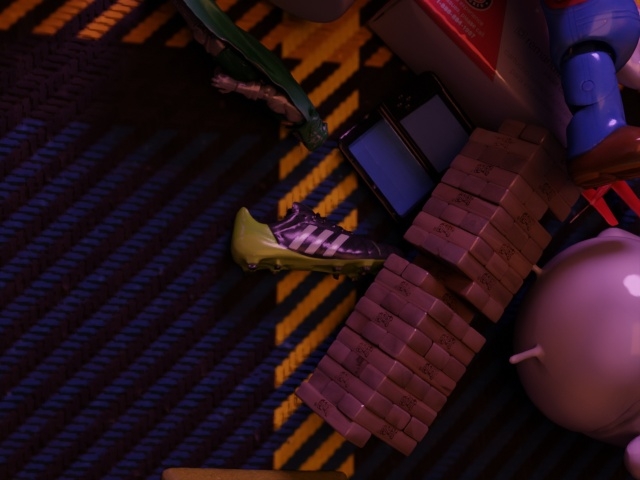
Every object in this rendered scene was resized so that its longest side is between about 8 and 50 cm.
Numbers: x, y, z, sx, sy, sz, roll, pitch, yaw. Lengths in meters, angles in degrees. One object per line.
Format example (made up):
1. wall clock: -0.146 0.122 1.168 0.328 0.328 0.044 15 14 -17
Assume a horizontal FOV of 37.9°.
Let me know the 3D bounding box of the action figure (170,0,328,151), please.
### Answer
1. action figure: -0.077 -0.171 0.892 0.232 0.137 0.063 42 99 -18

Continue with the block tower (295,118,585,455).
1. block tower: 0.119 0.046 0.899 0.097 0.091 0.335 39 84 -36

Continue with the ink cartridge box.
1. ink cartridge box: 0.235 -0.266 0.975 0.226 0.131 0.306 42 77 -10

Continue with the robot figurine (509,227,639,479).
1. robot figurine: 0.345 0.117 0.941 0.353 0.200 0.300 19 44 -15

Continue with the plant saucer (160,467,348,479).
1. plant saucer: -0.061 0.315 0.883 0.188 0.045 0.188 5 85 -16

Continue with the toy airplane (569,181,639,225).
1. toy airplane: 0.306 -0.062 1.006 0.151 0.028 0.151 16 54 -22

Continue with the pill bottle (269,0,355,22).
1. pill bottle: 0.064 -0.394 0.893 0.204 0.204 0.361 41 76 -10

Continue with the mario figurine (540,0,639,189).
1. mario figurine: 0.254 -0.214 0.809 0.170 0.198 0.320 -12 88 -14

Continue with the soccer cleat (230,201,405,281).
1. soccer cleat: 0.000 0.000 0.922 0.179 0.060 0.072 4 72 -16

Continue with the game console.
1. game console: 0.100 -0.090 0.949 0.122 0.107 0.071 52 33 -8
